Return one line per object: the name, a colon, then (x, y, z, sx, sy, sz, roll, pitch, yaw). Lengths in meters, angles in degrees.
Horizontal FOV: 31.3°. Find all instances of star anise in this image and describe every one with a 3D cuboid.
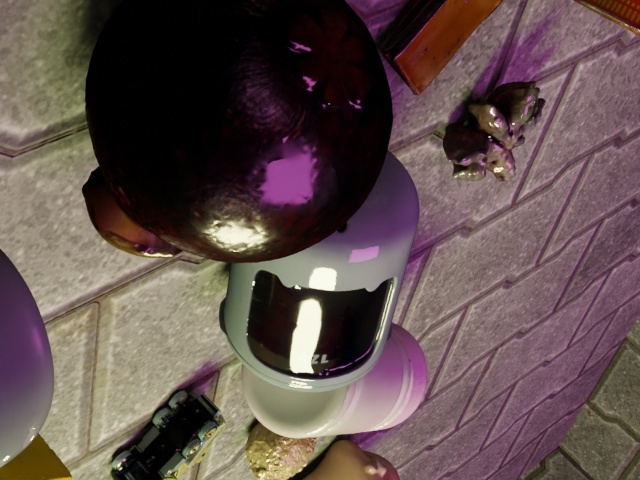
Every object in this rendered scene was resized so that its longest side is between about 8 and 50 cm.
star anise: (0.283, -0.169, 1.840, 0.229, 0.093, 0.236, -38, 152, -17)

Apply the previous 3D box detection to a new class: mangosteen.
mangosteen: (-0.094, -0.115, 1.132, 0.307, 0.307, 0.347, -23, 177, -41)

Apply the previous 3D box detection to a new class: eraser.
eraser: (-0.393, 0.288, 1.453, 0.045, 0.097, 0.122, -53, 153, 14)

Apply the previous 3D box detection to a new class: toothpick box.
toothpick box: (0.000, 0.000, 1.507, 0.263, 0.263, 0.354, -30, 150, -32)

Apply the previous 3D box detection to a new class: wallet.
wallet: (0.165, -0.297, 1.532, 0.195, 0.042, 0.161, -51, 159, 4)

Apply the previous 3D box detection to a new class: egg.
egg: (-0.072, 0.370, 2.057, 0.140, 0.118, 0.116, -23, 164, -26)

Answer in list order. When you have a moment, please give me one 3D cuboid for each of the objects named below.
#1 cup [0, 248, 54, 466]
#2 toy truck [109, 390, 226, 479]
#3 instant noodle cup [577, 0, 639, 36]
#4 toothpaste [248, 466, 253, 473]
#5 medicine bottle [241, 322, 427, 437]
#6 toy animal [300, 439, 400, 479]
cup: (-0.430, 0.138, 1.041, 0.274, 0.259, 0.357, -23, 177, -41)
toy truck: (-0.229, 0.324, 1.783, 0.191, 0.085, 0.116, -48, 160, -3)
instant noodle cup: (0.511, -0.424, 1.740, 0.193, 0.193, 0.212, 2, 119, -58)
toothpaste: (-0.034, 0.355, 2.184, 0.268, 0.047, 0.069, -40, 142, -21)
medicine bottle: (0.030, 0.222, 1.895, 0.202, 0.202, 0.316, -52, 154, 12)
toy animal: (0.028, 0.580, 2.432, 0.269, 0.237, 0.326, 6, 128, -49)
